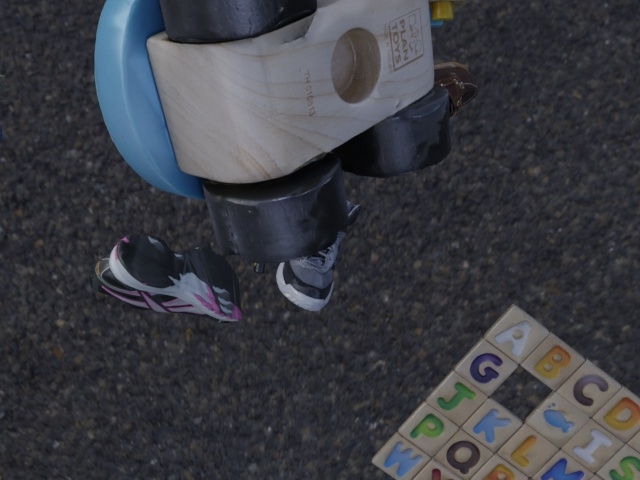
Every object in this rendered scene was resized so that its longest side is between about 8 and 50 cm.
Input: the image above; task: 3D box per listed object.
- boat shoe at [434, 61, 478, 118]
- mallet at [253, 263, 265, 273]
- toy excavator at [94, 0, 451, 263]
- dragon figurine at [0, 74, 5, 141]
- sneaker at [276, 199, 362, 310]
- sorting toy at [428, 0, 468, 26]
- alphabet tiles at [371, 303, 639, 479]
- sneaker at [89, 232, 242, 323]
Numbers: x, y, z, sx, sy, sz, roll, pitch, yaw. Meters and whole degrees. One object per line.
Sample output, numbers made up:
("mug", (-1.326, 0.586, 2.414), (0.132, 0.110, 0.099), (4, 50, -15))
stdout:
("boat shoe", (0.141, -0.182, 1.072), (0.207, 0.073, 0.073), (-10, 60, -48))
("mallet", (-0.062, -0.050, 1.080), (0.039, 0.062, 0.189), (7, 92, -14))
("toy excavator", (-0.074, -0.208, 0.798), (0.445, 0.222, 0.433), (17, 39, 39))
("dragon figurine", (-0.592, -0.203, 1.429), (0.144, 0.085, 0.289), (-14, 47, -16))
("sneaker", (0.000, 0.000, 1.491), (0.101, 0.153, 0.268), (23, 30, -8))
("sorting toy", (0.177, -0.410, 1.518), (0.196, 0.347, 0.047), (-7, 96, -4))
("alphabet tiles", (0.198, 0.196, 0.749), (0.237, 0.009, 0.198), (36, 108, -5))
("sneaker", (-0.156, 0.043, 0.858), (0.077, 0.178, 0.072), (-23, 55, 31))
